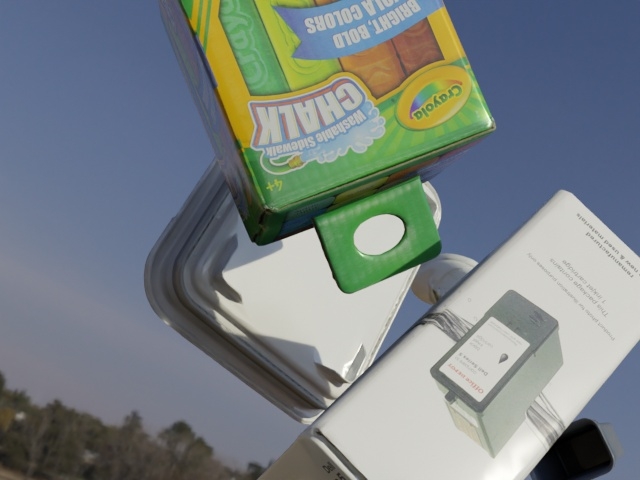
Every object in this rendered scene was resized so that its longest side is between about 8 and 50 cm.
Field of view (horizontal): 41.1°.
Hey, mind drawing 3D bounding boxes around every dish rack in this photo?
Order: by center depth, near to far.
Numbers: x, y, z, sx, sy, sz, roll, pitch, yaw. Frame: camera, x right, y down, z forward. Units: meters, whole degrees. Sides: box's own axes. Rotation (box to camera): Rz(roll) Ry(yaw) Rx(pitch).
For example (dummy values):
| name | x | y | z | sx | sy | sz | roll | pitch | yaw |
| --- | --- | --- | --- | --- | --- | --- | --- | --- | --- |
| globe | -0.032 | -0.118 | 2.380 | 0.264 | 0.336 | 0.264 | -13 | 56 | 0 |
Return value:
| name | x | y | z | sx | sy | sz | roll | pitch | yaw |
| --- | --- | --- | --- | --- | --- | --- | --- | --- | --- |
| dish rack | 0.000 | 0.000 | 0.915 | 0.285 | 0.332 | 0.072 | 42 | -29 | -26 |

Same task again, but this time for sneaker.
| name | x | y | z | sx | sy | sz | roll | pitch | yaw |
| --- | --- | --- | --- | --- | --- | --- | --- | --- | --- |
| sneaker | 0.183 | 0.075 | 1.111 | 0.212 | 0.094 | 0.080 | 3 | -54 | 50 |

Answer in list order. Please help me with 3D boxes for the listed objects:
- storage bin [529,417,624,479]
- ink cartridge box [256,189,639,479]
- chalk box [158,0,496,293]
| name | x | y | z | sx | sy | sz | roll | pitch | yaw |
| --- | --- | --- | --- | --- | --- | --- | --- | --- | --- |
| storage bin | 0.397 | 0.331 | 1.305 | 0.135 | 0.098 | 0.091 | -36 | -25 | 33 |
| ink cartridge box | 0.096 | 0.115 | 0.620 | 0.115 | 0.273 | 0.198 | 46 | -30 | 10 |
| chalk box | 0.004 | -0.107 | 0.664 | 0.180 | 0.288 | 0.179 | -23 | -5 | -10 |
